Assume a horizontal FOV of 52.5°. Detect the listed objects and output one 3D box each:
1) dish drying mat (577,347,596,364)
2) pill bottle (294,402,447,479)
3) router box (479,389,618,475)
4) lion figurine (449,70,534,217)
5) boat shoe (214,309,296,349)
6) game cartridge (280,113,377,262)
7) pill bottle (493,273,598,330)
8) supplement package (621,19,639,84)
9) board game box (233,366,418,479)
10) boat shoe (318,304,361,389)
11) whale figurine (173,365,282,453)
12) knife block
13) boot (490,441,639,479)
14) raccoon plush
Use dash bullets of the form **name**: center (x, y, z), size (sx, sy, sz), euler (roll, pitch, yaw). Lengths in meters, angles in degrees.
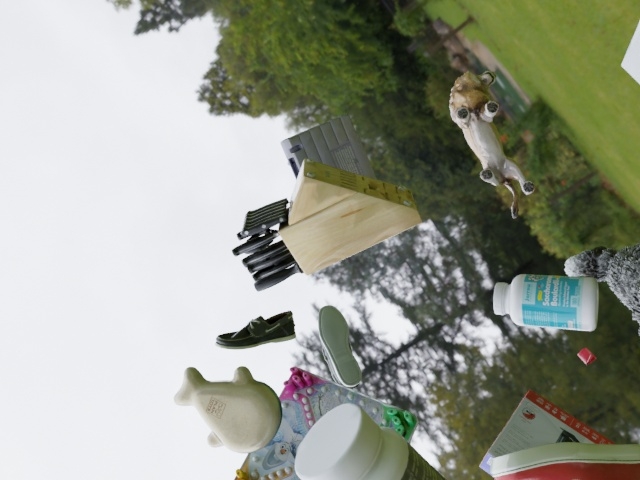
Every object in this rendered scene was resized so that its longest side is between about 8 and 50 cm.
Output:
- **dish drying mat**: center (0.712, 0.309, 1.735), size (0.008, 0.032, 0.083), euler (46, -170, -3)
- **pill bottle**: center (0.132, 0.496, 1.253), size (0.361, 0.204, 0.204), euler (47, -163, -16)
- **router box**: center (0.681, 0.637, 1.869), size (0.336, 0.082, 0.301), euler (32, -135, 23)
- **lion figurine**: center (0.438, -0.255, 1.693), size (0.240, 0.142, 0.391), euler (-43, -64, -77)
- **boat shoe**: center (-0.171, 0.235, 1.699), size (0.233, 0.079, 0.084), euler (-8, -167, -33)
- **game cartridge**: center (0.053, -0.144, 1.756), size (0.230, 0.068, 0.354), euler (-30, -78, -36)
- **pill bottle**: center (0.617, 0.167, 1.779), size (0.146, 0.264, 0.146), euler (-4, -85, -64)
- **supplement package**: center (0.618, -0.310, 1.012), size (0.203, 0.150, 0.194), euler (-101, 14, -47)
- **board game box**: center (-0.001, 0.552, 1.668), size (0.390, 0.389, 0.050), euler (16, 153, 29)
- **boat shoe**: center (0.054, 0.374, 2.246), size (0.091, 0.115, 0.302), euler (110, 149, -59)
- **whale figurine**: center (-0.223, 0.408, 1.610), size (0.272, 0.216, 0.141), euler (21, -177, 13)
- **knife block**: center (0.000, 0.000, 1.081), size (0.276, 0.242, 0.088), euler (15, -154, -8)
- **boot**: center (0.342, 0.360, 0.852), size (0.245, 0.088, 0.176), euler (8, -116, -20)
- **raccoon plush**: center (0.803, 0.149, 1.726), size (0.299, 0.446, 0.216), euler (-29, -87, -32)
